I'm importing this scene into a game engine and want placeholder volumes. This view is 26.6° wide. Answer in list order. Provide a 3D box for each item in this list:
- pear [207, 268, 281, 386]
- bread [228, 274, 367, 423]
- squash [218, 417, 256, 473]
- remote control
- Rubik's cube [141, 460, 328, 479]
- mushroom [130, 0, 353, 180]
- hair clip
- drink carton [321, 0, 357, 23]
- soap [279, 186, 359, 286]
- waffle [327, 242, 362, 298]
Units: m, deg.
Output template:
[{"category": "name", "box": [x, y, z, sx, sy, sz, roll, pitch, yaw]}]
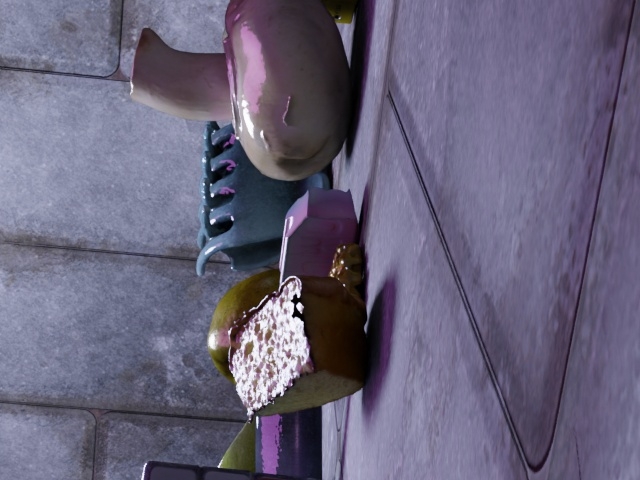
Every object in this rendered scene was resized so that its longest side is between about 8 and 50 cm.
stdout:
[{"category": "pear", "box": [-0.065, 0.136, 1.973, 0.198, 0.198, 0.198, -175, 90, -86]}, {"category": "bread", "box": [-0.011, 0.127, 1.600, 0.260, 0.134, 0.129, 133, 129, -60]}, {"category": "squash", "box": [-0.104, 0.361, 2.221, 0.189, 0.189, 0.261, 101, 169, -52]}, {"category": "remote control", "box": [-0.042, 0.351, 1.816, 0.044, 0.107, 0.378, -2, -89, -50]}, {"category": "Rubik's cube", "box": [-0.098, 0.427, 1.557, 0.259, 0.256, 0.253, 104, 173, -55]}, {"category": "mushroom", "box": [-0.087, -0.269, 2.120, 0.315, 0.356, 0.315, -46, -21, -23]}, {"category": "hair clip", "box": [-0.105, -0.092, 2.493, 0.392, 0.238, 0.318, 103, 169, -58]}, {"category": "drink carton", "box": [0.016, -0.547, 2.217, 0.154, 0.111, 0.351, 106, 169, -71]}, {"category": "soap", "box": [0.000, 0.000, 1.840, 0.056, 0.100, 0.149, -93, 10, -51]}, {"category": "waffle", "box": [0.028, 0.092, 1.761, 0.191, 0.038, 0.191, -175, 90, -86]}]
